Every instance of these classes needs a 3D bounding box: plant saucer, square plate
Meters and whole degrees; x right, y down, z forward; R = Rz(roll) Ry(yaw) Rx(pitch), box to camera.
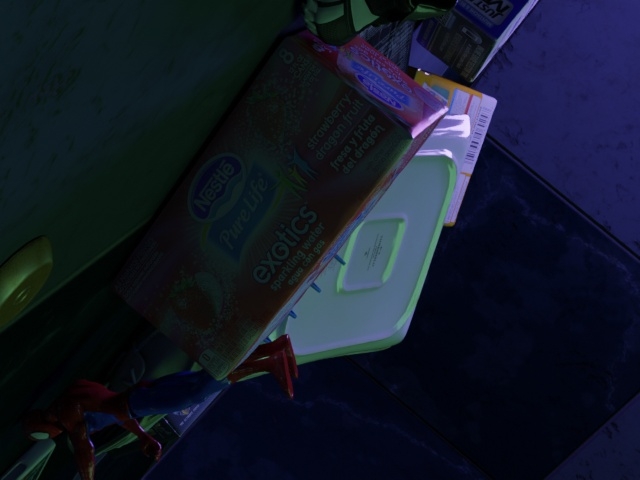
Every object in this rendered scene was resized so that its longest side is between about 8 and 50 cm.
[{"bbox_3d":[-0.208,0.034,0.833,0.083,0.015,0.083,-50,176,-5],"label":"plant saucer"},{"bbox_3d":[0.049,0.010,1.522,0.344,0.049,0.347,-6,119,-49],"label":"square plate"}]

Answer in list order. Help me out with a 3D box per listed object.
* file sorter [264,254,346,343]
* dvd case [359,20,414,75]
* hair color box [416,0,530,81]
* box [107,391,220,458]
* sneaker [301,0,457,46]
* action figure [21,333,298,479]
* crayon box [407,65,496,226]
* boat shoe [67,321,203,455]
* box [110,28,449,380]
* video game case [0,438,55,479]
[{"bbox_3d":[-0.074,0.040,1.317,0.170,0.118,0.104,-47,150,1],"label":"file sorter"},{"bbox_3d":[0.052,-0.163,1.317,0.164,0.018,0.221,-47,151,-43],"label":"dvd case"},{"bbox_3d":[0.279,-0.391,1.645,0.339,0.110,0.185,-53,177,-10],"label":"hair color box"},{"bbox_3d":[-0.201,0.206,1.770,0.183,0.059,0.233,-24,-162,46],"label":"box"},{"bbox_3d":[0.051,-0.196,0.939,0.078,0.106,0.234,-48,175,-21],"label":"sneaker"},{"bbox_3d":[-0.157,0.190,1.223,0.280,0.139,0.091,-10,-169,6],"label":"action figure"},{"bbox_3d":[0.128,-0.132,1.698,0.323,0.083,0.203,3,107,-65],"label":"crayon box"},{"bbox_3d":[-0.209,0.177,1.498,0.302,0.109,0.094,-50,175,36],"label":"boat shoe"},{"bbox_3d":[-0.038,-0.038,1.122,0.300,0.142,0.154,-52,176,24],"label":"box"},{"bbox_3d":[-0.397,0.333,1.424,0.183,0.023,0.201,-46,173,-45],"label":"video game case"}]
